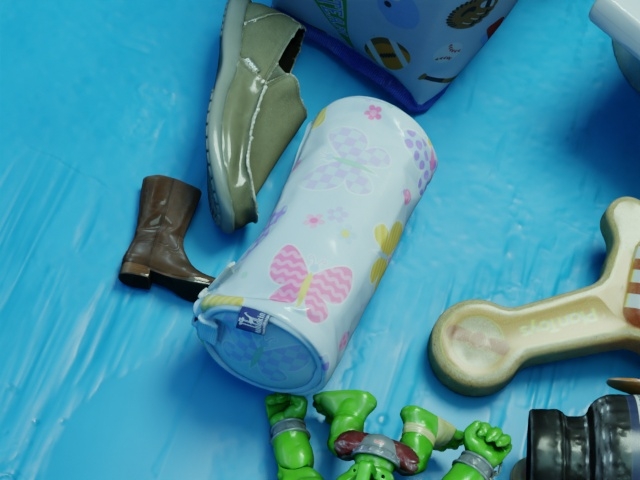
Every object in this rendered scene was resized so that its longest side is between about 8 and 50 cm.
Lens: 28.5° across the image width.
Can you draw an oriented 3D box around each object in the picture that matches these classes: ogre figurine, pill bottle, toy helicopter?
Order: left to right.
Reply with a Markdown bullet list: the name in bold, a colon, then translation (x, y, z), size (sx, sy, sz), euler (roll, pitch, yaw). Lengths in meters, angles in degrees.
- **ogre figurine**: translation (0.040, 0.183, 0.999), size (0.197, 0.097, 0.118), euler (21, 55, -1)
- **toy helicopter**: translation (0.271, 0.078, 1.094), size (0.355, 0.140, 0.235), euler (-13, 73, -3)
- **pill bottle**: translation (0.274, 0.184, 0.993), size (0.219, 0.123, 0.123), euler (1, 61, 7)

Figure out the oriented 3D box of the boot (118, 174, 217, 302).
- **boot**: translation (-0.117, -0.005, 1.114), size (0.106, 0.037, 0.114), euler (14, 56, -3)

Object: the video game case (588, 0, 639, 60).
- **video game case**: translation (0.441, -0.182, 1.149), size (0.300, 0.036, 0.329), euler (42, 50, 12)

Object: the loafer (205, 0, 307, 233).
- **loafer**: translation (-0.055, -0.120, 1.148), size (0.087, 0.094, 0.251), euler (5, 61, -1)

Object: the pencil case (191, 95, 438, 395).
- **pencil case**: translation (0.000, 0.000, 1.066), size (0.124, 0.113, 0.273), euler (15, 52, 21)

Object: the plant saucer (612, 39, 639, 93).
- **plant saucer**: translation (0.387, -0.219, 1.252), size (0.195, 0.037, 0.195), euler (-7, 69, 18)

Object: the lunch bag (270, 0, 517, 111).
- **lunch bag**: translation (0.162, -0.362, 1.178), size (0.239, 0.328, 0.385), euler (36, 61, 6)

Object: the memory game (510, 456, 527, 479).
- **memory game**: translation (0.204, 0.262, 1.027), size (0.186, 0.012, 0.186), euler (3, 61, -6)
